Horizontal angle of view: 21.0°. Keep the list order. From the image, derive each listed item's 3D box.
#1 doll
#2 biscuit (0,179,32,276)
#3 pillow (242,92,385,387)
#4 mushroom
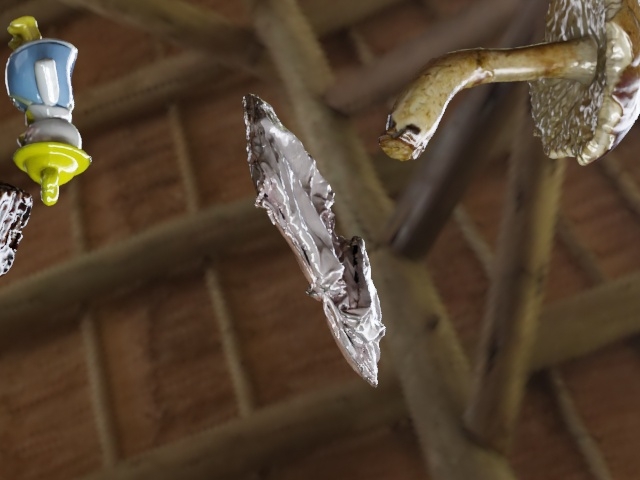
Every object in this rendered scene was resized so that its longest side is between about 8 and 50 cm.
[{"bbox_3d":[-0.342,-0.162,2.162,0.099,0.135,0.241,12,-120,-39],"label":"doll"},{"bbox_3d":[-0.503,-0.068,1.971,0.388,0.107,0.073,23,-175,24],"label":"biscuit"},{"bbox_3d":[0.000,0.000,1.434,0.135,0.049,0.248,-93,-23,-55],"label":"pillow"},{"bbox_3d":[0.229,-0.194,1.832,0.208,0.233,0.302,-2,-179,42],"label":"mushroom"}]
